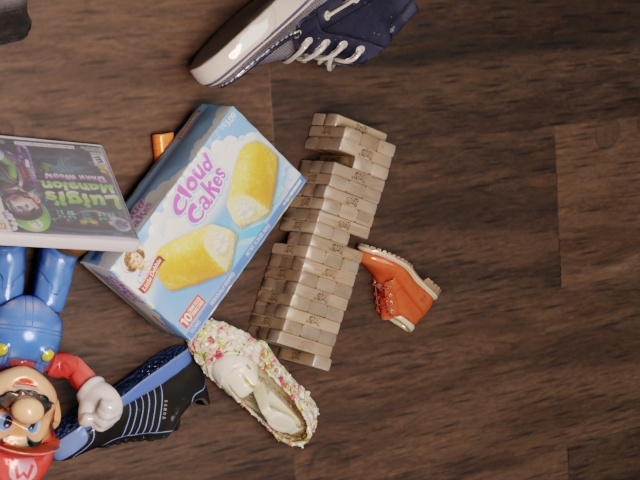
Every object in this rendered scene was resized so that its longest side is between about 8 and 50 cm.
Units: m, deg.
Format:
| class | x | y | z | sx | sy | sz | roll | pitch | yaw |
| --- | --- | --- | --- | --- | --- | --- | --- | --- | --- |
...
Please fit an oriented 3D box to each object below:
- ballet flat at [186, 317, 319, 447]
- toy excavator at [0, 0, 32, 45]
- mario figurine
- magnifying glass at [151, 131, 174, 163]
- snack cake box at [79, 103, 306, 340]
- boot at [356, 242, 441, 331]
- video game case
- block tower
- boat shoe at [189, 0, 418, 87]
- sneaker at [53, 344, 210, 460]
| class | x | y | z | sx | sy | sz | roll | pitch | yaw |
| --- | --- | --- | --- | --- | --- | --- | --- | --- | --- |
| ballet flat | -0.083 | 0.192 | 2.106 | 0.091 | 0.077 | 0.241 | -38 | 121 | 19 |
| toy excavator | -0.499 | -0.458 | 1.709 | 0.222 | 0.445 | 0.433 | -20 | 147 | -31 |
| mario figurine | -0.340 | 0.132 | 1.875 | 0.170 | 0.198 | 0.320 | 22 | 72 | -74 |
| magnifying glass | -0.191 | -0.024 | 2.055 | 0.092 | 0.026 | 0.230 | -12 | 100 | -32 |
| snack cake box | -0.158 | -0.026 | 2.011 | 0.152 | 0.089 | 0.264 | 45 | 71 | -30 |
| boot | 0.097 | 0.066 | 2.238 | 0.158 | 0.059 | 0.084 | 39 | 79 | -31 |
| video game case | -0.324 | -0.058 | 1.894 | 0.190 | 0.173 | 0.022 | 4 | 134 | -34 |
| block tower | 0.000 | 0.000 | 2.145 | 0.097 | 0.091 | 0.335 | 19 | 84 | -33 |
| boat shoe | -0.009 | -0.270 | 2.087 | 0.340 | 0.127 | 0.158 | -44 | 109 | -23 |
| sneaker | -0.239 | 0.226 | 2.015 | 0.232 | 0.081 | 0.090 | -33 | 107 | -27 |
